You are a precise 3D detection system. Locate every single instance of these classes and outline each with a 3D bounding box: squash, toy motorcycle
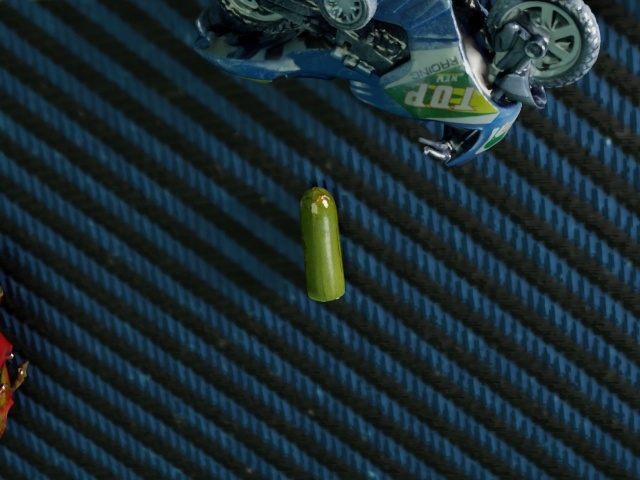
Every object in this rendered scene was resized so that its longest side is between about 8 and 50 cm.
[{"bbox_3d":[0.000,0.000,1.057,0.027,0.027,0.083,2,120,13],"label":"squash"},{"bbox_3d":[0.040,-0.119,0.940,0.254,0.092,0.135,16,133,15],"label":"toy motorcycle"}]

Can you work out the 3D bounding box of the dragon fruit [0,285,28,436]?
[{"bbox_3d":[-0.325,0.122,1.122,0.205,0.210,0.268,19,131,23],"label":"dragon fruit"}]
